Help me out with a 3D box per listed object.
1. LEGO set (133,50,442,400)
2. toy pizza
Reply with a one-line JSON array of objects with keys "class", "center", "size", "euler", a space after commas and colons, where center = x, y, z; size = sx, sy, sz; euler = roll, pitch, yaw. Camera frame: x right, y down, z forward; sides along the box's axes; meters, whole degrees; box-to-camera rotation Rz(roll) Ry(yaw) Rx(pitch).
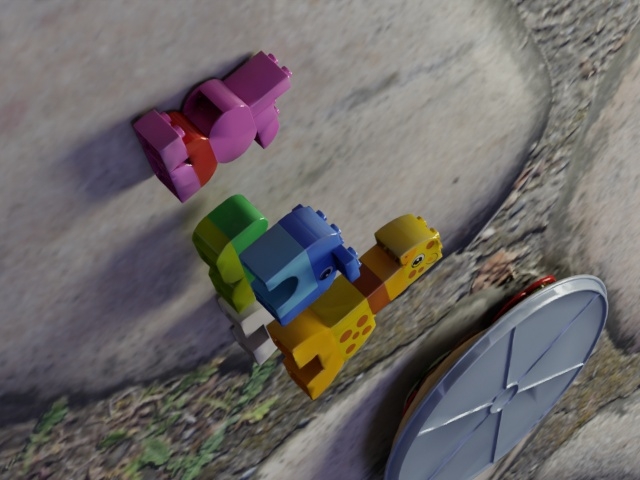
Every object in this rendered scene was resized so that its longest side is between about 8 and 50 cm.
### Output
[{"class": "LEGO set", "center": [0.000, 0.000, 0.857], "size": [0.093, 0.087, 0.227], "euler": [-40, 155, -11]}, {"class": "toy pizza", "center": [0.112, 0.095, 1.219], "size": [0.201, 0.032, 0.201], "euler": [-35, 153, -21]}]
